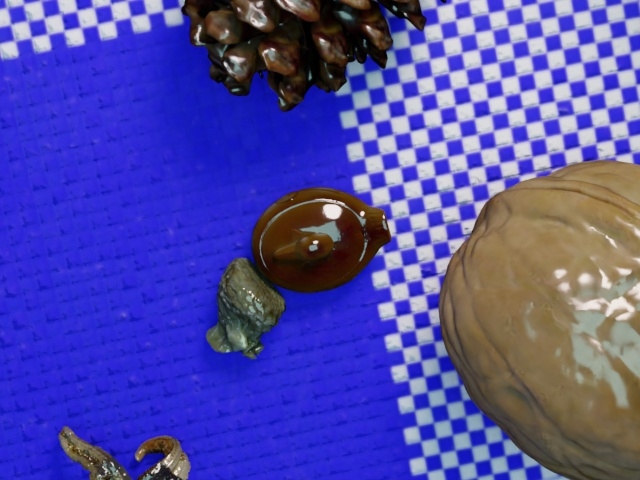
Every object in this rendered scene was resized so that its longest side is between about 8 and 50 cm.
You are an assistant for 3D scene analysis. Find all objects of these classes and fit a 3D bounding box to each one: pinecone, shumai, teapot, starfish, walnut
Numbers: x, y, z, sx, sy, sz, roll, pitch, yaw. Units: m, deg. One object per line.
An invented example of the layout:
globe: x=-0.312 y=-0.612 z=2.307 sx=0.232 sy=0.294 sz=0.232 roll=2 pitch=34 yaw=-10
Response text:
pinecone: x=-0.001 y=-0.236 z=1.281 sx=0.224 sy=0.224 sz=0.272 roll=33 pitch=99 yaw=-6
shumai: x=-0.079 y=0.067 z=1.392 sx=0.080 sy=0.082 sz=0.083 roll=-41 pitch=56 yaw=12
teapot: x=0.000 y=0.000 z=1.379 sx=0.129 sy=0.078 sz=0.098 roll=-11 pitch=98 yaw=-1
starfish: x=-0.197 y=0.270 z=1.412 sx=0.146 sy=0.074 sz=0.189 roll=0 pitch=99 yaw=-8
walnut: x=0.260 y=0.073 z=1.313 sx=0.313 sy=0.252 sz=0.277 roll=45 pitch=94 yaw=3
